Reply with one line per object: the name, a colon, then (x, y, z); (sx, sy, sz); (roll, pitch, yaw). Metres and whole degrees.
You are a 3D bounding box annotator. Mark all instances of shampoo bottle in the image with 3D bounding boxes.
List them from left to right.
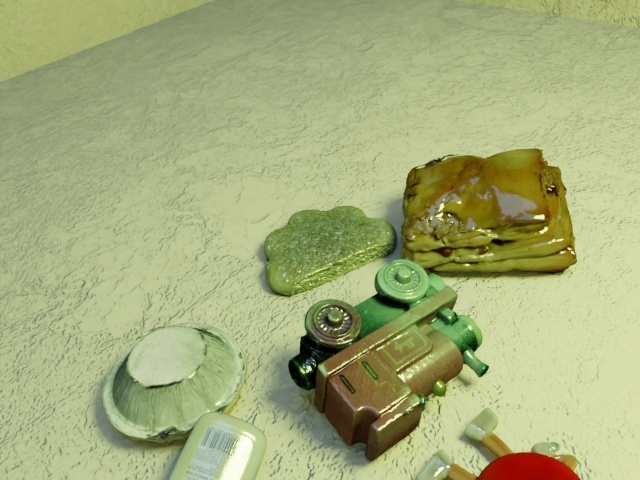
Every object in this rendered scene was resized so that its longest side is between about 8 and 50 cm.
shampoo bottle: (-0.153, 0.339, 0.761); (0.107, 0.051, 0.221); (21, 51, 3)

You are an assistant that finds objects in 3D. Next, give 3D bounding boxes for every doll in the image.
doll: (0.248, 0.307, 0.728); (0.183, 0.085, 0.217); (-29, 26, -28)

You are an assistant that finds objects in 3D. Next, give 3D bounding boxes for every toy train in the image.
toy train: (0.110, 0.166, 0.886); (0.304, 0.150, 0.221); (-28, 53, -26)

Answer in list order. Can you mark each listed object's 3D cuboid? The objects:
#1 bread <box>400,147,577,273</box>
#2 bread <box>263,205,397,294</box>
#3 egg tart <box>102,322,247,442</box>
bread: (0.320, -0.071, 1.113); (0.324, 0.167, 0.278); (4, 40, 12)
bread: (0.000, 0.000, 1.169); (0.286, 0.056, 0.207); (-25, 43, -22)
egg tart: (-0.232, 0.207, 0.919); (0.233, 0.094, 0.234); (-5, 36, 4)
